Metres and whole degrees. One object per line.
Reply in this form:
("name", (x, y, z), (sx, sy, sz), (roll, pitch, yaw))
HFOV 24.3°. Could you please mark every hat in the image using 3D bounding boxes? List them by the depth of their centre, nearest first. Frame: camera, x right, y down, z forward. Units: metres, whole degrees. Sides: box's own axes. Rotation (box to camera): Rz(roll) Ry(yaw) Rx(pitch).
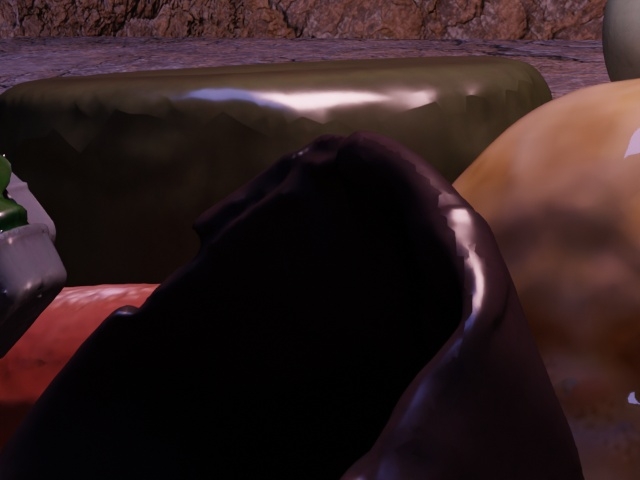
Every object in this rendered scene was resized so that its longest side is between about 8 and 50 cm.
("hat", (-0.011, 0.149, 0.417), (0.238, 0.209, 0.336), (-28, 23, 38))

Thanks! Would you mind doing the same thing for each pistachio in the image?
("pistachio", (0.180, 0.057, 0.564), (0.321, 0.229, 0.238), (11, 7, 1))

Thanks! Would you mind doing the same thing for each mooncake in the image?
("mooncake", (-0.031, -0.013, 0.917), (0.357, 0.194, 0.356), (-4, 9, 1))

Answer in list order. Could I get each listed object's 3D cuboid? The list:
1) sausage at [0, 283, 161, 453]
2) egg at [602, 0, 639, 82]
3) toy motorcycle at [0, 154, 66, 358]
("sausage", (-0.071, 0.086, 0.654), (0.254, 0.148, 0.148), (5, 15, 30))
("egg", (0.451, -0.227, 1.616), (0.276, 0.276, 0.389), (4, 12, 24))
("toy motorcycle", (-0.200, 0.072, 0.577), (0.187, 0.274, 0.125), (44, 17, 3))
